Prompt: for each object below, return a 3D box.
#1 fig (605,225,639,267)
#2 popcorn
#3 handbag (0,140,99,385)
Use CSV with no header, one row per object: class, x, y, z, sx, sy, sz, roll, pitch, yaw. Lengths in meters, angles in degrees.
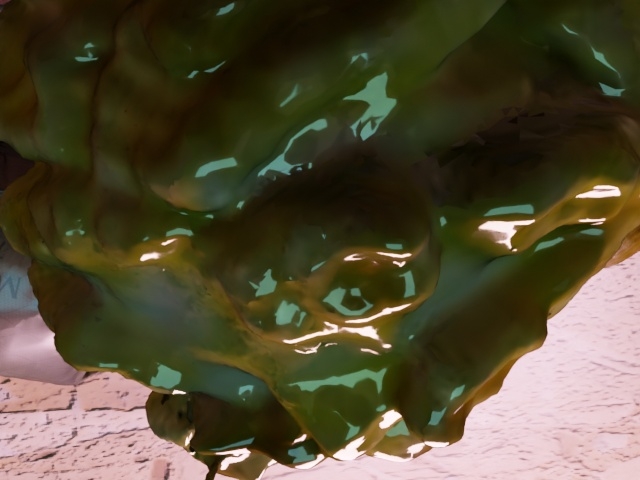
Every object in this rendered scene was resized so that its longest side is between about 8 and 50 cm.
fig,0.170,-0.025,1.088,0.098,0.082,0.084,2,104,0
popcorn,0.013,-0.044,0.865,0.312,0.312,0.312,-6,142,-5
handbag,-0.212,0.014,1.036,0.270,0.117,0.182,11,146,-23
